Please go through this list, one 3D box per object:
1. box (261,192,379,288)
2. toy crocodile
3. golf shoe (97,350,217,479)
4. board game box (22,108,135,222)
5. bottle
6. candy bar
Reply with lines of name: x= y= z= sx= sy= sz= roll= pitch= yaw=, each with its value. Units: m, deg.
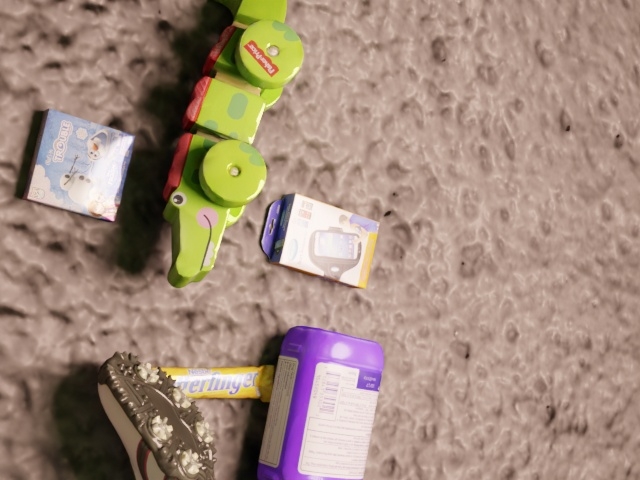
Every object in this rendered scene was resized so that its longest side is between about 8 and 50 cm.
box: x=0.000 y=0.000 z=1.066 sx=0.136 sy=0.028 sz=0.081 roll=18 pitch=80 yaw=-33
toy crocodile: x=-0.099 y=-0.117 z=0.955 sx=0.105 sy=0.115 sz=0.340 roll=19 pitch=77 yaw=-12
golf shoe: x=-0.146 y=0.237 z=0.913 sx=0.120 sy=0.105 sz=0.273 roll=-32 pitch=97 yaw=16
board game box: x=-0.234 y=-0.072 z=0.919 sx=0.090 sy=0.020 sz=0.090 roll=15 pitch=81 yaw=-30
bottle: x=-0.008 y=0.238 z=1.016 sx=0.118 sy=0.092 sz=0.282 roll=16 pitch=81 yaw=-40
candy bar: x=-0.120 y=0.150 z=0.990 sx=0.161 sy=0.018 sz=0.040 roll=5 pitch=86 yaw=-34
